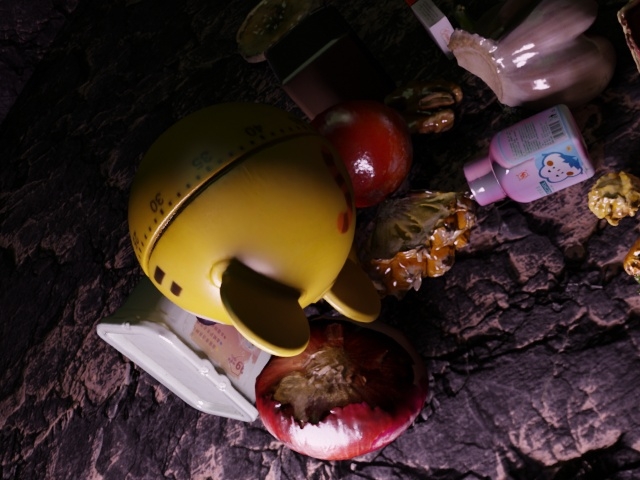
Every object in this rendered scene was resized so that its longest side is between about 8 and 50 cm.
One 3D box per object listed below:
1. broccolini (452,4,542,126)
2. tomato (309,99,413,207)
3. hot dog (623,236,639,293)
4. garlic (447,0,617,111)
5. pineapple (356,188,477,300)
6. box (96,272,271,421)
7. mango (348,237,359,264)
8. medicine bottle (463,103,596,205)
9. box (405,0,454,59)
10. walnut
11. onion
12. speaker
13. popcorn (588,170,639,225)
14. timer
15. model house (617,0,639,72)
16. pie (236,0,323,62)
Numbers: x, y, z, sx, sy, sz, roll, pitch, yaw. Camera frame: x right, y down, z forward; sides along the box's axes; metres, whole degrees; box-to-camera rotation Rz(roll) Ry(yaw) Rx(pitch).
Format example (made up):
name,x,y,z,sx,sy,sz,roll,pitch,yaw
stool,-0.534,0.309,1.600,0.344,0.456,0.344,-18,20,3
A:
name,x,y,z,sx,sy,sz,roll,pitch,yaw
broccolini,0.318,-0.347,1.418,0.079,0.074,0.392,-29,47,9
tomato,0.078,-0.140,1.359,0.200,0.233,0.139,-26,60,17
hot dog,0.497,-0.010,1.047,0.188,0.055,0.072,-50,44,-4
garlic,0.384,-0.338,1.283,0.292,0.210,0.237,-24,20,-8
pineapple,0.164,-0.008,1.290,0.236,0.114,0.186,-38,42,-4
box,-0.214,0.165,1.316,0.175,0.312,0.182,-1,52,38
mango,0.000,0.000,1.408,0.137,0.098,0.195,-48,48,-6
medicine bottle,0.337,-0.128,1.212,0.188,0.119,0.094,-24,52,23
box,0.236,-0.455,1.546,0.048,0.100,0.152,-33,45,12
walnut,0.199,-0.252,1.452,0.170,0.069,0.142,5,62,39
onion,0.033,0.244,1.157,0.272,0.195,0.272,-2,30,1
speaker,0.025,-0.333,1.528,0.193,0.231,0.153,-37,44,11
popcorn,0.451,-0.066,1.123,0.082,0.057,0.083,-38,40,1
timer,-0.093,-0.004,1.102,0.376,0.376,0.387,-39,77,9
model house,0.553,-0.260,1.084,0.160,0.196,0.254,-39,42,9
pie,-0.110,-0.574,1.941,0.274,0.055,0.274,-21,49,26
